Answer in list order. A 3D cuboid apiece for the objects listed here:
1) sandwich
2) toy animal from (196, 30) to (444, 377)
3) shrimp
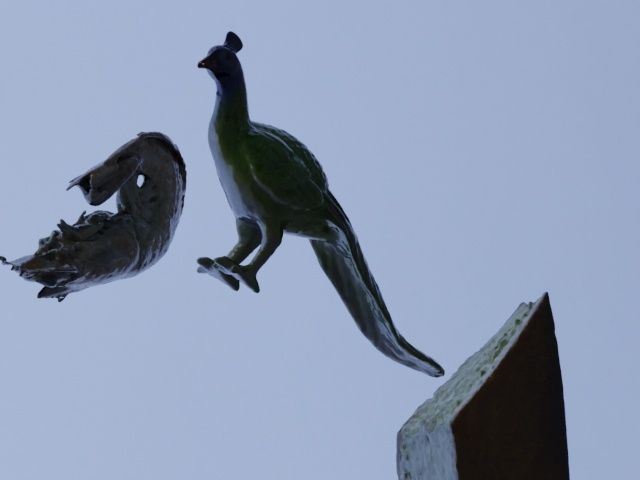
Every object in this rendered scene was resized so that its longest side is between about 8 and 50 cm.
[{"bbox_3d":[0.107,0.164,0.821,0.096,0.094,0.258,-1,-96,-16],"label":"sandwich"},{"bbox_3d":[-0.012,0.010,0.616,0.075,0.041,0.217,-44,-63,-24],"label":"toy animal"},{"bbox_3d":[-0.168,-0.020,1.011,0.223,0.048,0.126,-26,-47,-61],"label":"shrimp"}]
